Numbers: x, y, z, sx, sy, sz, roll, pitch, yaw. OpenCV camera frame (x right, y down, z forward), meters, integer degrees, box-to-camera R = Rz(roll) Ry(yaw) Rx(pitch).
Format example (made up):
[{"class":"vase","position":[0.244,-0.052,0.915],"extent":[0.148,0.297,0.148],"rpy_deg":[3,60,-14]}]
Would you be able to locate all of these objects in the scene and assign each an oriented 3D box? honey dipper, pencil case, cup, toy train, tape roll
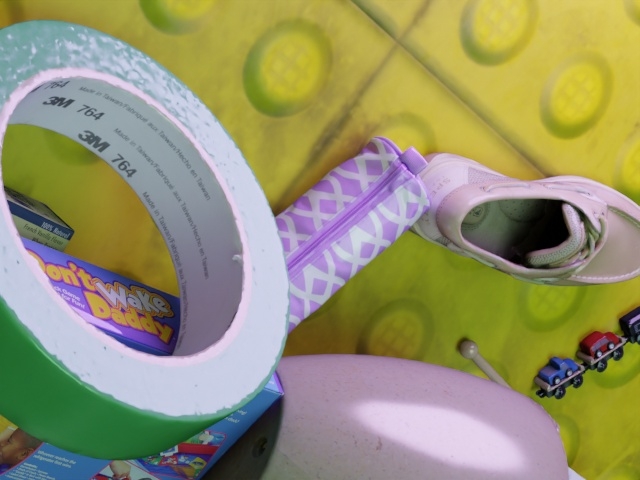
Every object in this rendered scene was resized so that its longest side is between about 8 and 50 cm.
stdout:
[{"class":"honey dipper","position":[0.179,0.145,1.900],"extent":[0.030,0.030,0.161],"rpy_deg":[-49,128,-5]},{"class":"pencil case","position":[0.000,0.000,1.670],"extent":[0.206,0.086,0.088],"rpy_deg":[-42,169,-13]},{"class":"cup","position":[0.010,0.226,1.657],"extent":[0.237,0.331,0.331],"rpy_deg":[31,93,-27]},{"class":"toy train","position":[0.274,0.108,1.948],"extent":[0.158,0.027,0.036],"rpy_deg":[-31,122,-19]},{"class":"tape roll","position":[-0.161,-0.003,1.428],"extent":[0.077,0.321,0.321],"rpy_deg":[-32,140,34]}]

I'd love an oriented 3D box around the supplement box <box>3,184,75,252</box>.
[{"class":"supplement box","position":[-0.251,0.003,1.521],"extent":[0.083,0.056,0.083],"rpy_deg":[27,96,-40]}]

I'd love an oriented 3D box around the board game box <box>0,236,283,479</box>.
[{"class":"board game box","position":[-0.234,0.121,1.524],"extent":[0.347,0.078,0.233],"rpy_deg":[24,119,-39]}]

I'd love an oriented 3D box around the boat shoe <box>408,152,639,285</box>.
[{"class":"boat shoe","position":[0.208,-0.005,1.802],"extent":[0.302,0.098,0.109],"rpy_deg":[14,103,-38]}]

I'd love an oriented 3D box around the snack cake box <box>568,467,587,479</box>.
[{"class":"snack cake box","position":[0.180,0.278,1.883],"extent":[0.264,0.089,0.152],"rpy_deg":[38,56,-40]}]
